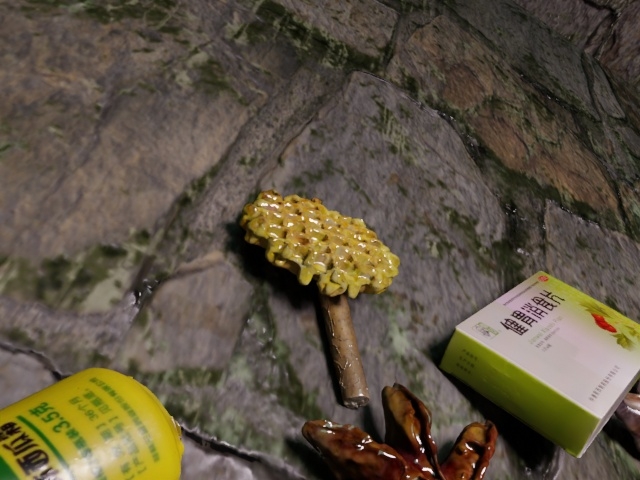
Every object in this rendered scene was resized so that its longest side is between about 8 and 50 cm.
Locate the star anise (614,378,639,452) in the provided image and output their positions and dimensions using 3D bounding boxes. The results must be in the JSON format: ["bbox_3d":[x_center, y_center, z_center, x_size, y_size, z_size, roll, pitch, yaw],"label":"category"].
[{"bbox_3d":[0.513,0.281,0.886,0.293,0.109,0.349,-6,54,-35],"label":"star anise"}]

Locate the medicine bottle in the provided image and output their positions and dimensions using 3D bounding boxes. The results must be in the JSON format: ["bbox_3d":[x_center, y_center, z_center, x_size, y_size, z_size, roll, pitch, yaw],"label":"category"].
[{"bbox_3d":[-0.215,0.170,0.399,0.111,0.076,0.309,43,36,18],"label":"medicine bottle"}]

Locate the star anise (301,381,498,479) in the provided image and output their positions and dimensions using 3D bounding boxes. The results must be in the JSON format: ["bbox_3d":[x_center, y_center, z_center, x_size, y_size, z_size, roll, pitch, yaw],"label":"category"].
[{"bbox_3d":[0.104,0.242,0.590,0.288,0.088,0.288,25,39,-22],"label":"star anise"}]

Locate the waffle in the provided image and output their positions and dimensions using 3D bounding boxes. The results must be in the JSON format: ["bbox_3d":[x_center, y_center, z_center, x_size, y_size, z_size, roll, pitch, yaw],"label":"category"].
[{"bbox_3d":[0.001,0.003,0.770,0.191,0.038,0.191,23,22,-10],"label":"waffle"}]

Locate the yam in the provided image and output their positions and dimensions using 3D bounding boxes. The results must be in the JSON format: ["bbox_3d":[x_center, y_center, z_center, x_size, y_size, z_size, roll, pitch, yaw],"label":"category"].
[{"bbox_3d":[0.022,0.101,0.718,0.032,0.032,0.145,14,43,-30],"label":"yam"}]

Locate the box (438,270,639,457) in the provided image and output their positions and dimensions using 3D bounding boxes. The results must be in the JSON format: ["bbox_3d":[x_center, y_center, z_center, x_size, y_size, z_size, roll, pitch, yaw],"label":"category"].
[{"bbox_3d":[0.282,0.132,0.838,0.175,0.062,0.261,32,31,28],"label":"box"}]
